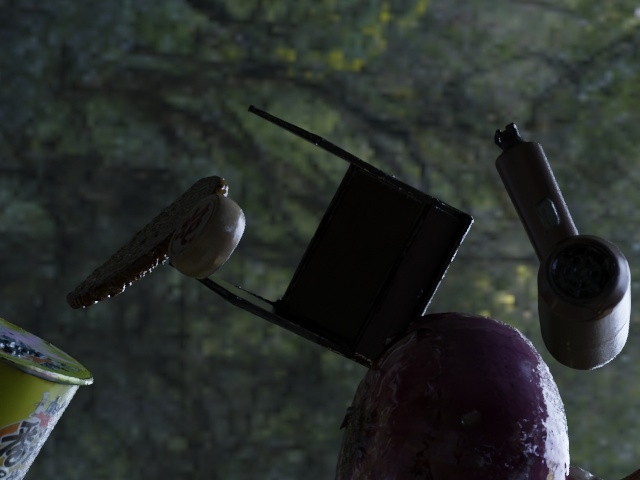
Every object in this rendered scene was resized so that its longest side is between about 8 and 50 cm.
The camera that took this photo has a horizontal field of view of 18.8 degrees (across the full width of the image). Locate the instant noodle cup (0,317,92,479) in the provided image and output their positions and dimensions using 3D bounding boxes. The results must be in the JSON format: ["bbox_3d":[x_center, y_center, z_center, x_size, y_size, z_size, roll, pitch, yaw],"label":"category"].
[{"bbox_3d":[-0.367,0.163,1.804,0.264,0.264,0.200,25,-89,61],"label":"instant noodle cup"}]

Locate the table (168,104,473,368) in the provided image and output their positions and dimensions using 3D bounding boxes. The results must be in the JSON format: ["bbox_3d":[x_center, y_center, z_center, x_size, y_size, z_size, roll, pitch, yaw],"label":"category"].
[{"bbox_3d":[0.000,0.000,2.574,0.196,0.282,0.250,32,-86,53],"label":"table"}]

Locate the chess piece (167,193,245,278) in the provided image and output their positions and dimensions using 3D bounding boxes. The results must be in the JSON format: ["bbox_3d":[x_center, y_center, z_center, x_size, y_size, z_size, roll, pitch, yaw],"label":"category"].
[{"bbox_3d":[-0.106,-0.004,1.808,0.083,0.038,0.083,-44,-160,21],"label":"chess piece"}]

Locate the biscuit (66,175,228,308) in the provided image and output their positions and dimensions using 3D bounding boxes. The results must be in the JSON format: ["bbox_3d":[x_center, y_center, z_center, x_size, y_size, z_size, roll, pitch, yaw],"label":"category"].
[{"bbox_3d":[-0.159,0.000,1.929,0.025,0.206,0.126,54,-27,-14],"label":"biscuit"}]

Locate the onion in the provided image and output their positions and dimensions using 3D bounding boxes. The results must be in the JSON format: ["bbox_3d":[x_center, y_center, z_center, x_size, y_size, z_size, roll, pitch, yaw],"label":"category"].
[{"bbox_3d":[0.163,0.278,2.269,0.358,0.345,0.358,-43,-162,17],"label":"onion"}]

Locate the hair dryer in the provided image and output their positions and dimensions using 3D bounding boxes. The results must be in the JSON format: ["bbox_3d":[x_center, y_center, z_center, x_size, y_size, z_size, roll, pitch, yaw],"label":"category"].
[{"bbox_3d":[0.160,-0.008,1.346,0.117,0.064,0.181,71,-3,-65],"label":"hair dryer"}]
